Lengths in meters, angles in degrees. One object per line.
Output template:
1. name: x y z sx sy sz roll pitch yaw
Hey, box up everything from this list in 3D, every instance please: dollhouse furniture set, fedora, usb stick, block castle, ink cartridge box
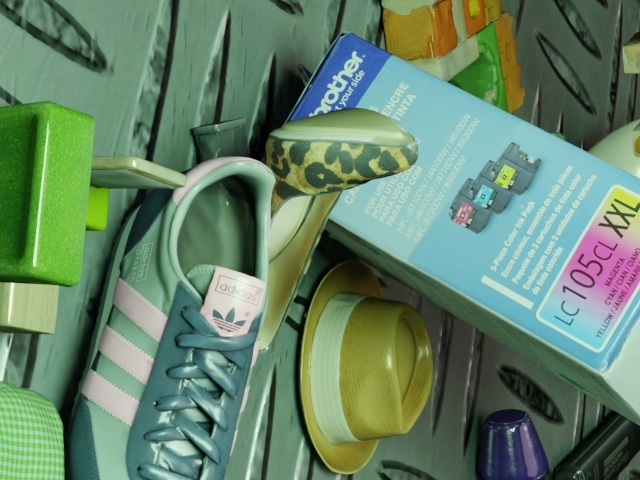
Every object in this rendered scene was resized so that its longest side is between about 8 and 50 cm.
1. dollhouse furniture set: -0.175 0.090 0.974 0.197 0.151 0.301 20 71 -60
2. fedora: 0.050 0.114 1.466 0.194 0.079 0.194 2 88 -61
3. usb stick: 0.357 0.274 2.067 0.278 0.045 0.077 -26 119 -59
4. block castle: 0.253 -0.162 1.623 0.213 0.303 0.453 -40 124 -56
5. ink cartridge box: 0.129 -0.016 1.356 0.151 0.395 0.270 -59 154 -4

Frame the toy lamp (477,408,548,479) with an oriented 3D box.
1. toy lamp: 0.219 0.318 1.773 0.080 0.080 0.275 -33 116 -58

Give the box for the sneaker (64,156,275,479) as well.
1. sneaker: -0.092 0.082 1.097 0.112 0.131 0.319 19 56 -28

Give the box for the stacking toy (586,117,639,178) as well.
1. stacking toy: 0.474 0.079 2.108 0.480 0.350 0.351 69 30 -65

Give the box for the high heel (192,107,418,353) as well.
1. high heel: 0.000 0.000 1.205 0.093 0.261 0.186 -16 101 -35
